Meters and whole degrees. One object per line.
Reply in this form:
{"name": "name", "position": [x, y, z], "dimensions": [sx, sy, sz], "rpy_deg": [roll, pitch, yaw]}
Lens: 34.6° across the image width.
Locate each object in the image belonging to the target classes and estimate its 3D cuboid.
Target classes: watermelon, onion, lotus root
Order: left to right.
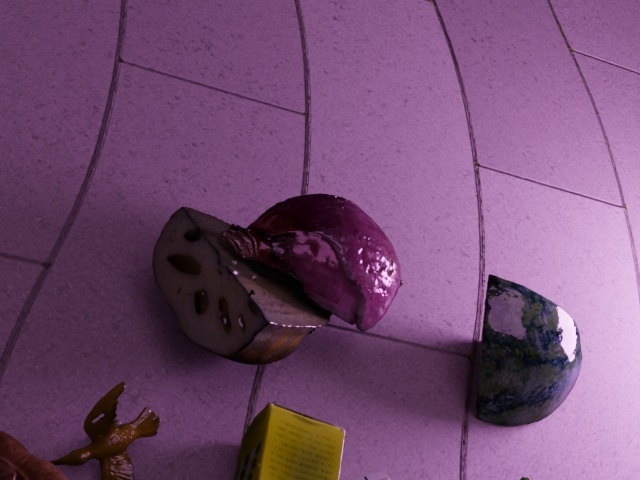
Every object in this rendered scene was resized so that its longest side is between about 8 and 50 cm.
{"name": "lotus root", "position": [-0.126, 0.095, 1.703], "dimensions": [0.267, 0.149, 0.260], "rpy_deg": [51, 16, 27]}
{"name": "onion", "position": [0.000, 0.000, 1.718], "dimensions": [0.267, 0.159, 0.349], "rpy_deg": [43, 10, 35]}
{"name": "watermelon", "position": [0.380, 0.219, 1.900], "dimensions": [0.260, 0.256, 0.176], "rpy_deg": [20, 5, -5]}

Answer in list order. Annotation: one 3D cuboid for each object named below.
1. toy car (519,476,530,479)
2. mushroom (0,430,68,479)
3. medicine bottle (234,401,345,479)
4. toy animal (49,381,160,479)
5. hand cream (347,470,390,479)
{"name": "toy car", "position": [0.320, 0.474, 1.733], "dimensions": [0.063, 0.071, 0.165], "rpy_deg": [21, 48, 4]}
{"name": "mushroom", "position": [-0.445, 0.371, 1.336], "dimensions": [0.278, 0.146, 0.278], "rpy_deg": [1, 56, -2]}
{"name": "medicine bottle", "position": [-0.060, 0.392, 1.538], "dimensions": [0.141, 0.137, 0.250], "rpy_deg": [23, 49, -17]}
{"name": "toy animal", "position": [-0.316, 0.302, 1.511], "dimensions": [0.095, 0.155, 0.219], "rpy_deg": [-65, 142, -65]}
{"name": "hand cream", "position": [0.127, 0.495, 1.625], "dimensions": [0.095, 0.059, 0.276], "rpy_deg": [-5, 56, -36]}
